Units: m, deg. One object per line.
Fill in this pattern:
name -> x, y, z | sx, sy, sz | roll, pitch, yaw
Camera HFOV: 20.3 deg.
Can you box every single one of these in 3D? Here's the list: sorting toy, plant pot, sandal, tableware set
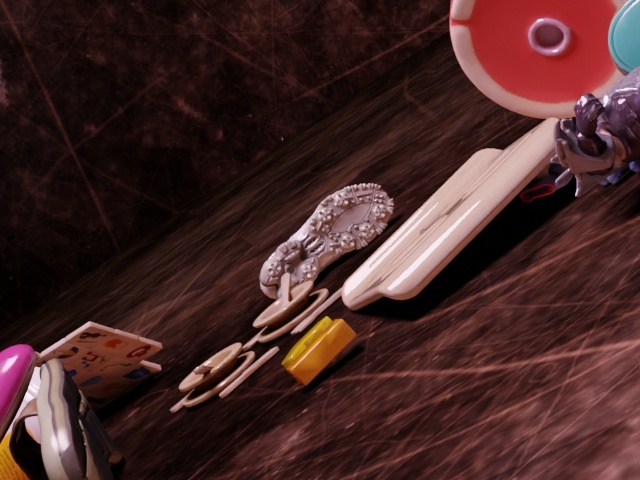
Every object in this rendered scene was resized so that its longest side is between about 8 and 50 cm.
sorting toy -> 0.085, 0.019, 1.574 | 0.307, 0.041, 0.229 | -44, 5, -9
plant pot -> 0.253, -0.264, 1.846 | 0.275, 0.275, 0.243 | -31, 19, 32
sandal -> -0.248, 0.189, 1.661 | 0.086, 0.120, 0.303 | -32, 8, -1
tableware set -> -0.071, 0.095, 1.777 | 0.194, 0.039, 0.128 | -40, 9, -31

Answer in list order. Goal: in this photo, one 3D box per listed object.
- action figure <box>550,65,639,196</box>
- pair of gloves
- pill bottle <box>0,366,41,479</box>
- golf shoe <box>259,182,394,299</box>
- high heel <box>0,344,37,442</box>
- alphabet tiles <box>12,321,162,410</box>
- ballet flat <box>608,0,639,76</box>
action figure -> 0.266, -0.115, 1.310 | 0.185, 0.099, 0.285 | -49, 11, -19
pair of gloves -> 0.256, -0.084, 1.512 | 0.159, 0.023, 0.198 | -38, 9, -33
pill bottle -> -0.364, 0.231, 1.936 | 0.208, 0.117, 0.117 | -41, 9, -31
golf shoe -> 0.000, 0.000, 1.968 | 0.176, 0.069, 0.086 | -36, 2, -14
high heel -> -0.433, 0.217, 1.711 | 0.377, 0.181, 0.127 | -53, 5, 5
alphabet tiles -> -0.304, 0.159, 2.044 | 0.237, 0.009, 0.198 | -32, -33, 27
ballet flat -> 0.394, -0.214, 1.422 | 0.342, 0.116, 0.124 | -29, -7, 35
